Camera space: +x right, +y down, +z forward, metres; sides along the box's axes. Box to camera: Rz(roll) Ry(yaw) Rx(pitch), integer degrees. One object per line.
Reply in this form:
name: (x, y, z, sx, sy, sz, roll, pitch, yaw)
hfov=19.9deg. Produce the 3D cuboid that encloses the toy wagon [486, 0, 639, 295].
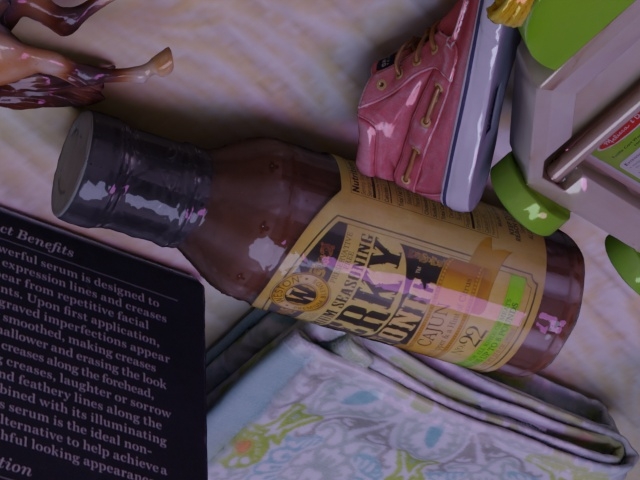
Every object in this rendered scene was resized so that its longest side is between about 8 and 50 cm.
toy wagon: (0.222, -0.100, 1.074, 0.344, 0.068, 0.267, 27, 121, -38)

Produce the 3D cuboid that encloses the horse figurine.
horse figurine: (-0.176, -0.158, 1.010, 0.174, 0.066, 0.263, -8, 135, -5)

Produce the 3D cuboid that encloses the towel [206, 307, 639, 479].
towel: (0.009, 0.196, 1.393, 0.320, 0.090, 0.374, 27, 129, -29)

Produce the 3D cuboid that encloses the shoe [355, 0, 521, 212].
shoe: (0.071, -0.106, 1.088, 0.081, 0.063, 0.178, 18, 119, 15)

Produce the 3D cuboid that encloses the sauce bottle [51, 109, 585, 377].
sauce bottle: (0.000, 0.000, 1.164, 0.344, 0.111, 0.111, 15, 133, -21)

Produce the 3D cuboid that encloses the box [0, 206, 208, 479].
box: (-0.229, 0.219, 1.166, 0.212, 0.395, 0.293, 22, 130, -25)
